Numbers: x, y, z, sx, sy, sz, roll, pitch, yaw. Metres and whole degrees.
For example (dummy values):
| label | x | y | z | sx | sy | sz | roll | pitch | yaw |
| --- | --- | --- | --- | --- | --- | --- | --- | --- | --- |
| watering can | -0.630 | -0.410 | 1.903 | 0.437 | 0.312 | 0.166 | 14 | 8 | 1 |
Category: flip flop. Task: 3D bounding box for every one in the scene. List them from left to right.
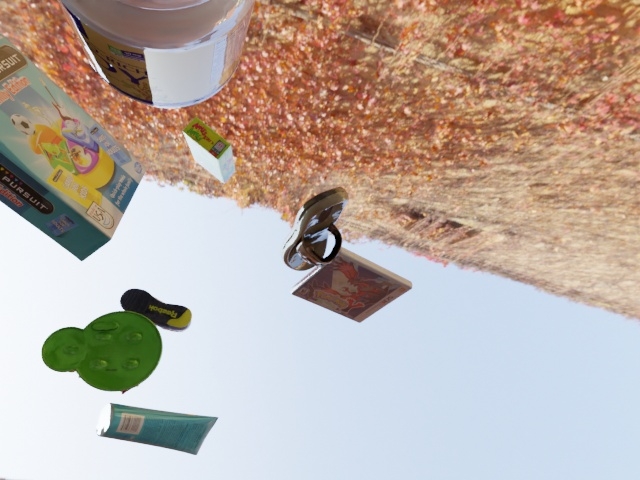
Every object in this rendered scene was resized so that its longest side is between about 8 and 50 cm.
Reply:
| label | x | y | z | sx | sy | sz | roll | pitch | yaw |
| --- | --- | --- | --- | --- | --- | --- | --- | --- | --- |
| flip flop | 0.000 | 0.000 | 0.853 | 0.112 | 0.277 | 0.080 | -30 | -105 | -26 |

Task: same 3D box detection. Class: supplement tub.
| label | x | y | z | sx | sy | sz | roll | pitch | yaw |
| --- | --- | --- | --- | --- | --- | --- | --- | --- | --- |
| supplement tub | -0.202 | -0.323 | 0.584 | 0.241 | 0.331 | 0.240 | 0 | -91 | -15 |

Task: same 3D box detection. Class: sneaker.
| label | x | y | z | sx | sy | sz | roll | pitch | yaw |
| --- | --- | --- | --- | --- | --- | --- | --- | --- | --- |
| sneaker | -0.309 | 0.137 | 0.881 | 0.144 | 0.059 | 0.053 | 22 | -117 | 6 |

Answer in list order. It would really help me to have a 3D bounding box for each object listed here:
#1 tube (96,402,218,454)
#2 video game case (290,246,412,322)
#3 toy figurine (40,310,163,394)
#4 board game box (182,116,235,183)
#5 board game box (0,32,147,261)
| label | x | y | z | sx | sy | sz | roll | pitch | yaw |
| --- | --- | --- | --- | --- | --- | --- | --- | --- | --- |
| tube | -0.280 | 0.329 | 0.818 | 0.207 | 0.052 | 0.080 | 32 | -89 | -39 |
| video game case | 0.067 | 0.105 | 1.032 | 0.202 | 0.183 | 0.023 | 27 | -138 | -25 |
| toy figurine | -0.358 | 0.207 | 0.786 | 0.173 | 0.159 | 0.130 | 4 | -122 | -18 |
| board game box | -0.239 | -0.192 | 1.025 | 0.092 | 0.181 | 0.043 | 39 | -102 | 0 |
| board game box | -0.466 | -0.161 | 0.771 | 0.079 | 0.253 | 0.336 | -32 | -58 | 16 |
